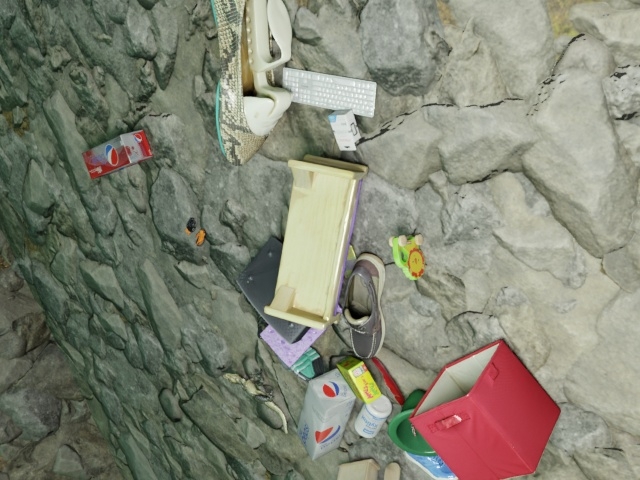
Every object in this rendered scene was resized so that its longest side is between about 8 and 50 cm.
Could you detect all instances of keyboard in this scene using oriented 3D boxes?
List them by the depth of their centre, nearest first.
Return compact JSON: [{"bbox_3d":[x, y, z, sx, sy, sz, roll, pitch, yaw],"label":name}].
[{"bbox_3d":[0.014,-0.326,1.359,0.256,0.014,0.072,20,123,34],"label":"keyboard"}]

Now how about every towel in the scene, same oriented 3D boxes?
[{"bbox_3d":[0.067,0.049,1.500,0.060,0.009,0.083,-15,101,44],"label":"towel"}]

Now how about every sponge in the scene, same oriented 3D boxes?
[{"bbox_3d":[-0.047,0.209,1.594,0.117,0.031,0.210,45,101,14],"label":"sponge"}]

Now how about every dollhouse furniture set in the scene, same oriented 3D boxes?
[{"bbox_3d":[0.196,0.772,1.725,0.303,0.174,0.355,-23,124,34],"label":"dollhouse furniture set"}]

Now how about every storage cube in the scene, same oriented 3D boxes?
[{"bbox_3d":[0.337,0.354,1.270,0.193,0.215,0.183,51,135,2],"label":"storage cube"}]

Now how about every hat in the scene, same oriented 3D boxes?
[{"bbox_3d":[0.242,0.384,1.500,0.173,0.183,0.208,-25,121,21],"label":"hat"}]

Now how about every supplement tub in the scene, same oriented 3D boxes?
[{"bbox_3d":[0.135,0.447,1.593,0.071,0.071,0.107,38,131,22],"label":"supplement tub"}]

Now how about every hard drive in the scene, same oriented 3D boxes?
[{"bbox_3d":[-0.089,0.125,1.574,0.172,0.054,0.254,-51,56,7],"label":"hard drive"}]

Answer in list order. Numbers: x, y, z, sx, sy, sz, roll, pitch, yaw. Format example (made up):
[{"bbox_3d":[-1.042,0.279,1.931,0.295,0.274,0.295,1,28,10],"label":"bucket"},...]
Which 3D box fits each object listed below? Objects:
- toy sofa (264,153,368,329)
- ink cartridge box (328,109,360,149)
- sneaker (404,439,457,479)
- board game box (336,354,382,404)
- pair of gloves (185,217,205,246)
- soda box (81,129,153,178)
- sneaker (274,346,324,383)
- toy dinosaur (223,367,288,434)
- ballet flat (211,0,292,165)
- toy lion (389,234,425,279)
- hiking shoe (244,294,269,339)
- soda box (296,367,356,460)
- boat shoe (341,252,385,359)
[{"bbox_3d":[0.000,0.000,1.387,0.150,0.177,0.362,14,101,18],"label":"toy sofa"},{"bbox_3d":[0.055,-0.238,1.347,0.048,0.028,0.083,7,129,41],"label":"ink cartridge box"},{"bbox_3d":[0.269,0.520,1.515,0.152,0.058,0.084,24,134,40],"label":"sneaker"},{"bbox_3d":[0.091,0.339,1.531,0.092,0.043,0.181,60,171,1],"label":"board game box"},{"bbox_3d":[-0.373,-0.025,1.861,0.083,0.010,0.074,49,136,16],"label":"pair of gloves"},{"bbox_3d":[-0.631,-0.263,1.924,0.263,0.083,0.092,-8,104,45],"label":"soda box"},{"bbox_3d":[-0.058,0.334,1.702,0.223,0.083,0.098,40,146,46],"label":"sneaker"},{"bbox_3d":[-0.182,0.467,1.902,0.268,0.064,0.118,38,138,19],"label":"toy dinosaur"},{"bbox_3d":[-0.145,-0.389,1.379,0.182,0.164,0.483,12,115,28],"label":"ballet flat"},{"bbox_3d":[0.189,0.036,1.323,0.034,0.100,0.096,-6,87,42],"label":"toy lion"},{"bbox_3d":[-0.140,0.209,1.690,0.227,0.114,0.086,35,132,24],"label":"hiking shoe"},{"bbox_3d":[0.011,0.467,1.654,0.098,0.091,0.286,54,148,33],"label":"soda box"},{"bbox_3d":[0.095,0.170,1.472,0.103,0.092,0.285,20,123,28],"label":"boat shoe"}]
